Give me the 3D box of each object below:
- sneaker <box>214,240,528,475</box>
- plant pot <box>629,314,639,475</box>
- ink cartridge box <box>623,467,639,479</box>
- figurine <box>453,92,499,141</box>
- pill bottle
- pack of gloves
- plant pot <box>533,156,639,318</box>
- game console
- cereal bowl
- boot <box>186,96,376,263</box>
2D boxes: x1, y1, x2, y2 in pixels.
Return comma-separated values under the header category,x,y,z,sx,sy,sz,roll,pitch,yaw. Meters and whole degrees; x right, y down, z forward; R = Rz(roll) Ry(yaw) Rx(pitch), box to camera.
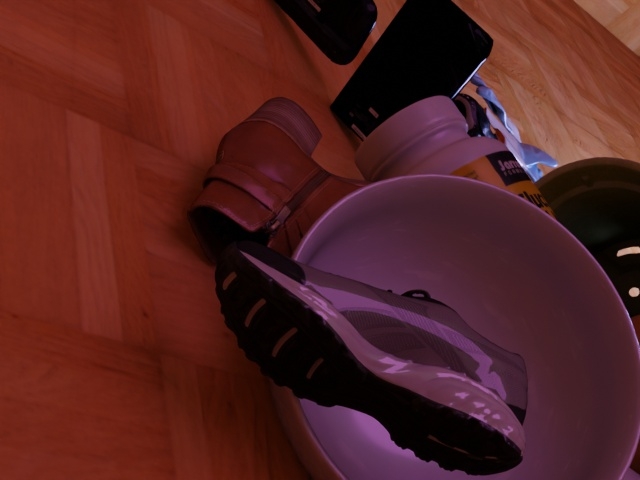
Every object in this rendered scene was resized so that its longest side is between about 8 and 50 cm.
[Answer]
category,x,y,z,sx,sy,sz,roll,pitch,yaw
sneaker,0.041,0.077,0.719,0.272,0.100,0.108,31,50,-7
plant pot,0.351,0.198,1.072,0.205,0.188,0.205,53,25,-38
ink cartridge box,0.326,0.356,0.957,0.273,0.115,0.198,35,32,-25
figurine,0.285,-0.111,1.487,0.209,0.092,0.214,19,42,-49
pill bottle,0.185,0.001,1.101,0.188,0.188,0.333,-8,63,-57
pack of gloves,0.323,-0.180,1.511,0.232,0.046,0.195,36,29,-48
plant pot,0.429,0.051,1.345,0.254,0.276,0.276,26,35,-54
game console,0.054,-0.293,1.263,0.044,0.213,0.361,1,44,-54
cereal bowl,0.109,0.116,0.845,0.339,0.141,0.338,6,64,-13
boot,0.000,0.000,0.941,0.283,0.109,0.220,51,34,-18
